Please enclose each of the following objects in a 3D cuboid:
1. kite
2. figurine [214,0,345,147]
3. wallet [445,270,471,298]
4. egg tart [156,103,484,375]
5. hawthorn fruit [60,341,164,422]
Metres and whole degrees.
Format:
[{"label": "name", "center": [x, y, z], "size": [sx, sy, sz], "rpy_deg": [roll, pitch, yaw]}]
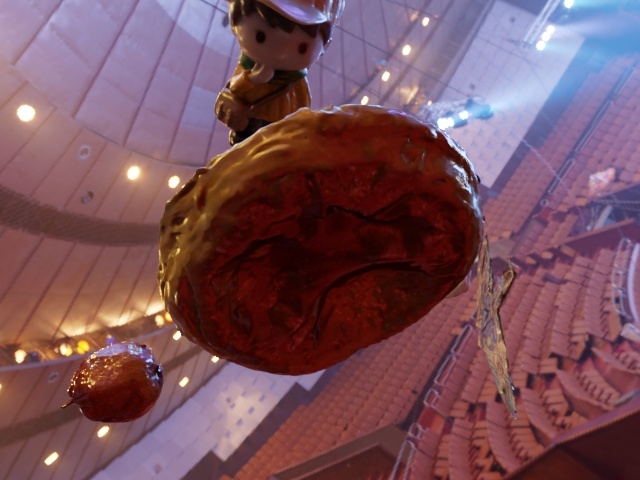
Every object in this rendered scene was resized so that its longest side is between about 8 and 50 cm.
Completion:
[{"label": "kite", "center": [0.305, 0.121, 0.896], "size": [0.368, 0.014, 0.406], "rpy_deg": [74, -166, -61]}, {"label": "figurine", "center": [-0.076, -0.308, 0.813], "size": [0.332, 0.185, 0.204], "rpy_deg": [114, 159, -54]}, {"label": "wallet", "center": [0.183, 0.043, 0.880], "size": [0.183, 0.032, 0.124], "rpy_deg": [-16, 70, 56]}, {"label": "egg tart", "center": [0.000, 0.000, 0.678], "size": [0.443, 0.178, 0.443], "rpy_deg": [-10, -45, -11]}, {"label": "hawthorn fruit", "center": [-0.418, 0.298, 1.044], "size": [0.173, 0.173, 0.179], "rpy_deg": [-57, -30, 5]}]
